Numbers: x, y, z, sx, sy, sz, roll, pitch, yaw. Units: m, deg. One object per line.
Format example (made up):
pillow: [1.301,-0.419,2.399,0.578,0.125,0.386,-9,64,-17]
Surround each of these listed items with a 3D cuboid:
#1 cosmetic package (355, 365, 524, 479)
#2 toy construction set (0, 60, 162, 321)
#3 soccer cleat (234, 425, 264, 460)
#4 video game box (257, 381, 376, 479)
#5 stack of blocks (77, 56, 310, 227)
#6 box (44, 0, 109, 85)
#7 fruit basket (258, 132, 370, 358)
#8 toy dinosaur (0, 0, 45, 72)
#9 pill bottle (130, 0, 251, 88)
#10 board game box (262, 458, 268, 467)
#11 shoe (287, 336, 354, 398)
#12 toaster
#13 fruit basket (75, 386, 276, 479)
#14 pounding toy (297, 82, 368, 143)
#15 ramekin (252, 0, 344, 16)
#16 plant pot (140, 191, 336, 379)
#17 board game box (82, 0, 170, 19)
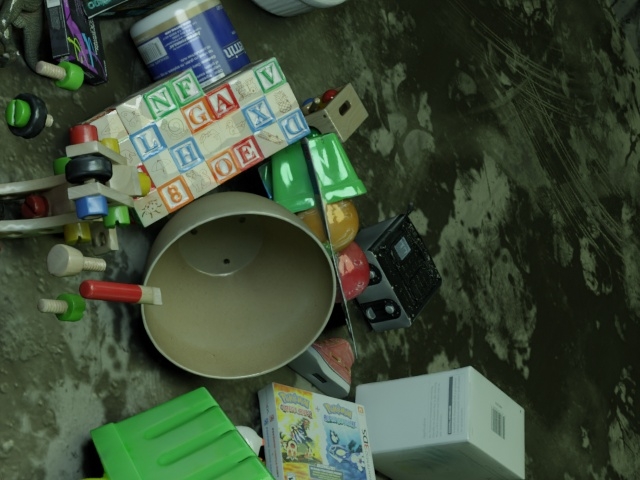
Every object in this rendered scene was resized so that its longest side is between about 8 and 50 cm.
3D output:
cosmetic package: [0.208,0.334,2.000,0.224,0.224,0.138,39,48,-46]
toy construction set: [-0.296,-0.028,1.524,0.237,0.257,0.309,12,41,-56]
soccer cleat: [-0.131,0.376,1.737,0.076,0.068,0.196,17,61,-29]
video game box: [-0.002,0.338,1.859,0.205,0.048,0.187,19,46,-37]
stack of blocks: [-0.185,-0.167,1.713,0.297,0.087,0.171,-31,106,-18]
box: [-0.357,-0.303,1.688,0.162,0.029,0.116,38,41,-79]
fruit basket: [0.000,0.000,1.909,0.327,0.165,0.353,-104,-175,-83]
toy dinosaur: [-0.445,-0.346,1.587,0.313,0.121,0.160,36,57,-33]
pill bottle: [-0.180,-0.254,1.843,0.153,0.153,0.265,-41,109,-49]
board game box: [-0.001,0.388,1.909,0.259,0.039,0.124,-14,87,-54]
shoe: [-0.004,0.191,1.960,0.178,0.063,0.081,46,44,-37]
toaster: [0.130,0.054,2.132,0.168,0.110,0.186,61,40,-15]
fruit basket: [-0.219,0.388,1.455,0.283,0.392,0.392,57,41,-25]
pounding toy: [0.001,-0.222,2.066,0.100,0.130,0.141,58,41,-17]
ramekin: [-0.061,-0.537,2.117,0.273,0.127,0.273,21,60,-44]
plant pot: [-0.135,0.039,1.730,0.284,0.284,0.191,45,11,-30]
board game box: [-0.268,-0.376,1.762,0.026,0.126,0.186,69,18,-6]
